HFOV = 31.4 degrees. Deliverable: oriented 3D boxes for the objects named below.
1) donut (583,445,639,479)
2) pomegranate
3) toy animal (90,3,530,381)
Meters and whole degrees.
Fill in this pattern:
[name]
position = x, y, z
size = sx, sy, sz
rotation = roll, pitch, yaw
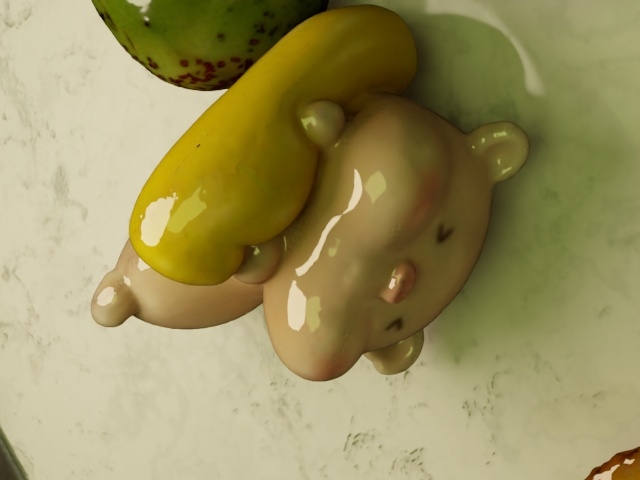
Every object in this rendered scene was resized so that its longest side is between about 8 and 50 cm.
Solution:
[donut]
position = 0.288, 0.247, 0.790
size = 0.253, 0.118, 0.253
rotation = 5, 98, 35
[pomegranate]
position = -0.103, -0.234, 0.943
size = 0.248, 0.214, 0.214
rotation = -150, 64, -62
[toy animal]
position = -0.010, 0.010, 0.873
size = 0.247, 0.277, 0.345
rotation = 42, 119, 0
